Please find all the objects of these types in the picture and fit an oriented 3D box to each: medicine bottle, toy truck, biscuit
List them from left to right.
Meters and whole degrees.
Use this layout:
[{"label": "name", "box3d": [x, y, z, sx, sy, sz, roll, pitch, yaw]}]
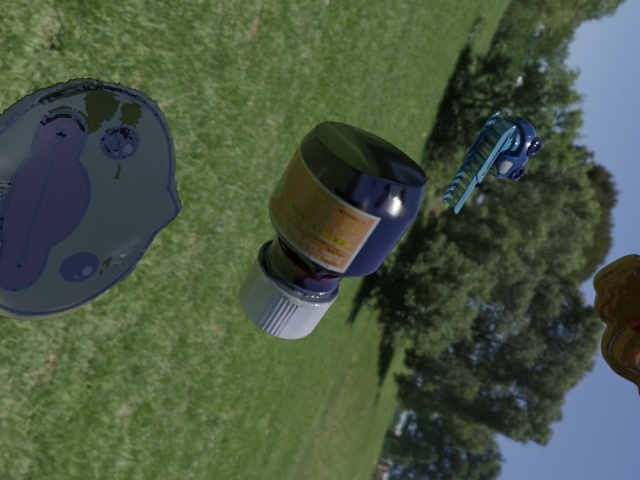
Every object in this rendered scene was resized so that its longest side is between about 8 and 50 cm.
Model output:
[{"label": "medicine bottle", "box3d": [0.000, 0.000, 1.315, 0.395, 0.242, 0.242, -58, 178, 27]}, {"label": "toy truck", "box3d": [0.214, -0.095, 0.932, 0.074, 0.063, 0.136, -3, 132, -40]}, {"label": "biscuit", "box3d": [0.561, 0.170, 1.177, 0.202, 0.334, 0.047, -34, -174, 27]}]

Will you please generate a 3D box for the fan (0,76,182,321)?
[{"label": "fan", "box3d": [-0.242, -0.032, 0.618, 0.335, 0.011, 0.230, 3, 113, -52]}]
